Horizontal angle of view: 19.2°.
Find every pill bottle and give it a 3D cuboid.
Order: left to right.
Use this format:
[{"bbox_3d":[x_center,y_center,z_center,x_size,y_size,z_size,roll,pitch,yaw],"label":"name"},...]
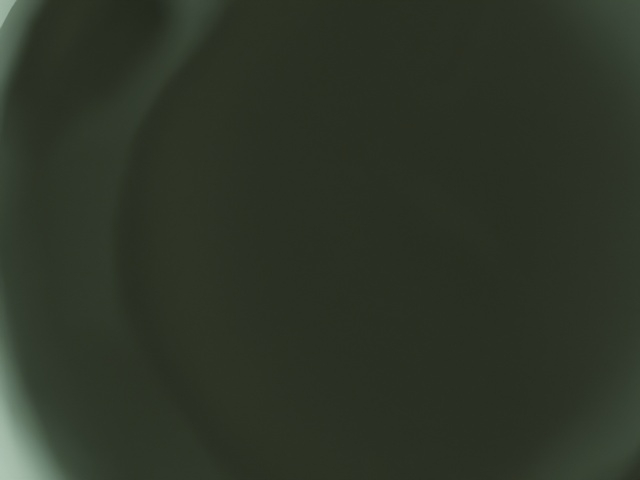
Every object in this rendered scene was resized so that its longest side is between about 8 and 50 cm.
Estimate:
[{"bbox_3d":[0.000,0.000,0.533,0.361,0.204,0.204,172,91,-81],"label":"pill bottle"}]
